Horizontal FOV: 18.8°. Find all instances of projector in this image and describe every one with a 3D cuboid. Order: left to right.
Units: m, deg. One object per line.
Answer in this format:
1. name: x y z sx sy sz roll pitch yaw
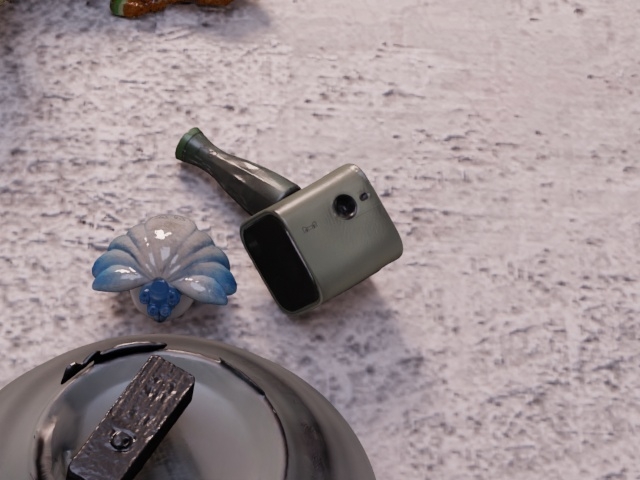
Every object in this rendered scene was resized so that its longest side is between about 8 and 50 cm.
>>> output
1. projector: 0.000 0.000 1.464 0.082 0.083 0.083 -30 92 -27

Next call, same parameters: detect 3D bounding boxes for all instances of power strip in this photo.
1. power strip: -0.123 0.124 1.262 0.038 0.029 0.111 28 54 10

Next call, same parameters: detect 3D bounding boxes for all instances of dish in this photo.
1. dish: -0.109 0.167 1.316 0.316 0.106 0.316 4 53 -5

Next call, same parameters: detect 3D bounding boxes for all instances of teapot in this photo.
1. teapot: -0.069 -0.051 1.533 0.111 0.043 0.043 33 55 21

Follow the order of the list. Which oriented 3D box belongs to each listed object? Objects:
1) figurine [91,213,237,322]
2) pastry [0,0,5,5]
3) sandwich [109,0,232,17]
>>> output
1. figurine: -0.115 0.019 1.459 0.114 0.079 0.114 -2 16 0
2. pastry: -0.341 -0.269 1.584 0.236 0.121 0.257 -12 67 8
3. sandwich: -0.114 -0.223 1.662 0.135 0.029 0.067 -1 51 -7
